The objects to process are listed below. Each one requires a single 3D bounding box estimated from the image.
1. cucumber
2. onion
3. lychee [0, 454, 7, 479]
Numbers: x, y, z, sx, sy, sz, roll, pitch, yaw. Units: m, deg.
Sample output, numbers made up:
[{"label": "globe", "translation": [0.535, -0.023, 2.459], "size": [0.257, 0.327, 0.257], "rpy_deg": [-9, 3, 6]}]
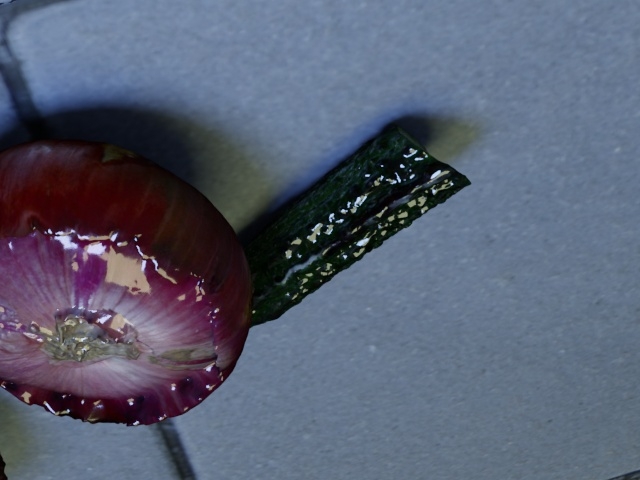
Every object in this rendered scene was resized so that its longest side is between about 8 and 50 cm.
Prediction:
[{"label": "cucumber", "translation": [-0.001, 0.000, 1.090], "size": [0.265, 0.077, 0.077], "rpy_deg": [-38, 140, 25]}, {"label": "onion", "translation": [-0.164, 0.027, 0.988], "size": [0.248, 0.161, 0.248], "rpy_deg": [-9, 134, -9]}, {"label": "lychee", "translation": [-0.349, 0.222, 1.159], "size": [0.194, 0.194, 0.194], "rpy_deg": [-11, 145, -8]}]
